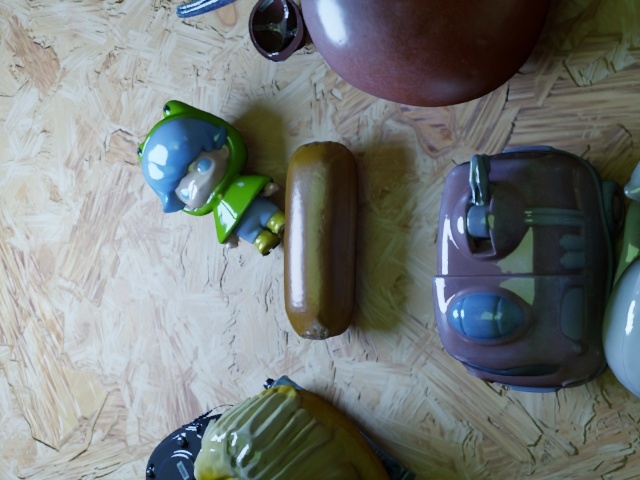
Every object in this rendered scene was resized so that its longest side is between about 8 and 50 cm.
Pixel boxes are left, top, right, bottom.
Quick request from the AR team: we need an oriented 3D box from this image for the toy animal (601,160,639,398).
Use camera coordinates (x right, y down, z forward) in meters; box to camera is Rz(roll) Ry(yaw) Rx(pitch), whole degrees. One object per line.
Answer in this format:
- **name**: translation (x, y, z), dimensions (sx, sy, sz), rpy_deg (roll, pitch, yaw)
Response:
- **toy animal**: translation (0.386, 0.025, 0.994), dimensions (0.174, 0.249, 0.289), rpy_deg (13, 74, 10)

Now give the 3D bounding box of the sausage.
- **sausage**: translation (0.001, 0.000, 1.336), dimensions (0.105, 0.105, 0.275), rpy_deg (0, 89, 33)

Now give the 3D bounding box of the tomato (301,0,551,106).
- **tomato**: translation (0.120, -0.313, 1.143), dimensions (0.321, 0.321, 0.322), rpy_deg (-1, 88, 33)

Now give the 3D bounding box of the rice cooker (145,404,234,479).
- **rice cooker**: translation (-0.170, 0.332, 1.422), dimensions (0.203, 0.118, 0.142), rpy_deg (-42, 67, 27)

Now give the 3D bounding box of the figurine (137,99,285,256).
- **figurine**: translation (-0.157, -0.087, 1.426), dimensions (0.263, 0.143, 0.162), rpy_deg (41, 118, 9)

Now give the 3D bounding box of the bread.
- **bread**: translation (-0.005, 0.382, 1.263), dimensions (0.236, 0.183, 0.389), rpy_deg (-20, 96, 45)

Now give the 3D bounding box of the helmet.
- **helmet**: translation (-0.051, -0.302, 1.402), dimensions (0.089, 0.057, 0.111), rpy_deg (-41, 63, 22)

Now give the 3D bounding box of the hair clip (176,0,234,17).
- **hair clip**: translation (-0.121, -0.400, 1.459), dimensions (0.275, 0.048, 0.083), rpy_deg (-28, 78, 30)

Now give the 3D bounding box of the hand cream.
- **hand cream**: translation (0.013, 0.274, 1.341), dimensions (0.248, 0.052, 0.075), rpy_deg (40, 122, 21)

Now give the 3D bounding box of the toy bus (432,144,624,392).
- **toy bus**: translation (0.226, 0.032, 1.113), dimensions (0.197, 0.231, 0.294), rpy_deg (0, 88, 32)
